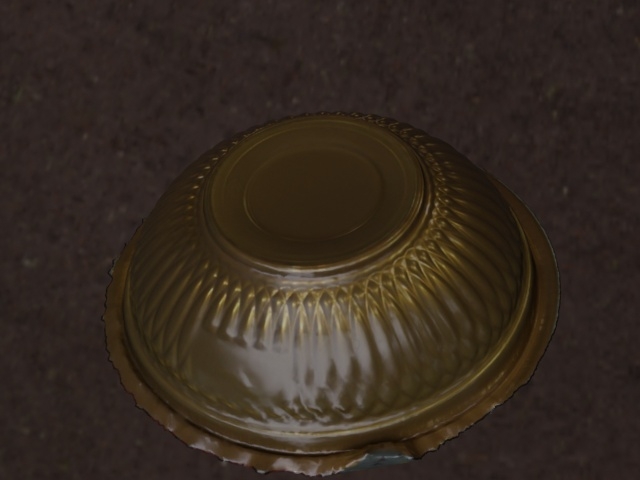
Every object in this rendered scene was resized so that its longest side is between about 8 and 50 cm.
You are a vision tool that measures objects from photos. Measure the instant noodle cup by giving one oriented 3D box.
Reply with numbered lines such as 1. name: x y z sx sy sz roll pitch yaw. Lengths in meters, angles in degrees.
1. instant noodle cup: 0.000 0.000 0.876 0.274 0.274 0.090 1 136 9
